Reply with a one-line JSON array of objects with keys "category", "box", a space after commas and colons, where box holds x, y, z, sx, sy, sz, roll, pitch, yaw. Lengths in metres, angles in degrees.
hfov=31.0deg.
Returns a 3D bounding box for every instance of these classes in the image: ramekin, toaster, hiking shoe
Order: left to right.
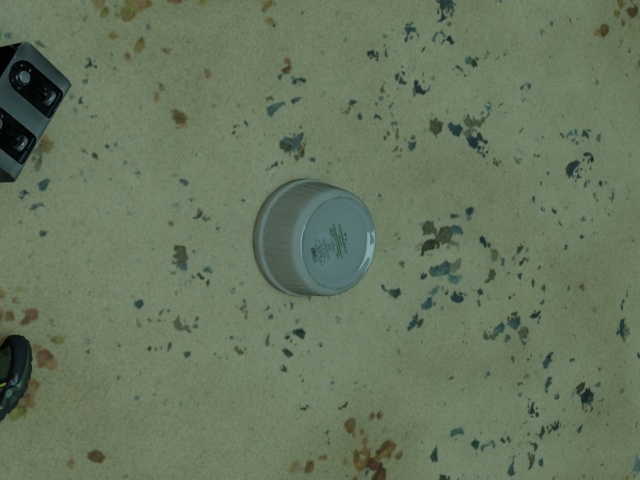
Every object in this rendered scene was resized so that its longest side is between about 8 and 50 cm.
[{"category": "hiking shoe", "box": [-0.501, 0.218, 1.628, 0.114, 0.086, 0.227, 45, 70, -36]}, {"category": "toaster", "box": [-0.450, -0.171, 1.571, 0.110, 0.186, 0.168, 42, 63, -36]}, {"category": "ramekin", "box": [0.000, 0.000, 1.970, 0.207, 0.109, 0.207, -6, 100, -37]}]

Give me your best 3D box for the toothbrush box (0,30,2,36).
[{"category": "toothbrush box", "box": [-0.570, -0.278, 1.399, 0.283, 0.122, 0.206, -25, 81, -48]}]
